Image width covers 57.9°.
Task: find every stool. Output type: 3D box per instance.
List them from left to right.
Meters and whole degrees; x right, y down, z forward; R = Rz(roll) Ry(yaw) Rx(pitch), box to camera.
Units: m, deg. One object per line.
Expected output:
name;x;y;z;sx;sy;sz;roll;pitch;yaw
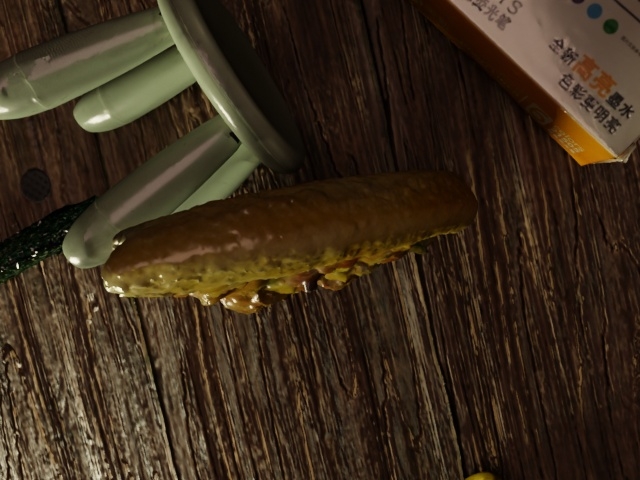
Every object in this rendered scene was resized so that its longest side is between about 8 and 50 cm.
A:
stool;-0.143;-0.106;0.518;0.198;0.195;0.195;-28;92;12

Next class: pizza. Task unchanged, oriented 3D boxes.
pizza;0.004;-0.005;0.467;0.257;0.268;0.087;-19;83;11

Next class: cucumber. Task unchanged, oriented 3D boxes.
cucumber;-0.336;0.021;0.620;0.256;0.043;0.044;-27;86;8

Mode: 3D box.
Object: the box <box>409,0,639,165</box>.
box;0.227;-0.234;0.514;0.274;0.091;0.221;41;97;1

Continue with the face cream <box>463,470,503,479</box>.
face cream;0.231;0.356;0.566;0.078;0.078;0.273;-40;90;8
